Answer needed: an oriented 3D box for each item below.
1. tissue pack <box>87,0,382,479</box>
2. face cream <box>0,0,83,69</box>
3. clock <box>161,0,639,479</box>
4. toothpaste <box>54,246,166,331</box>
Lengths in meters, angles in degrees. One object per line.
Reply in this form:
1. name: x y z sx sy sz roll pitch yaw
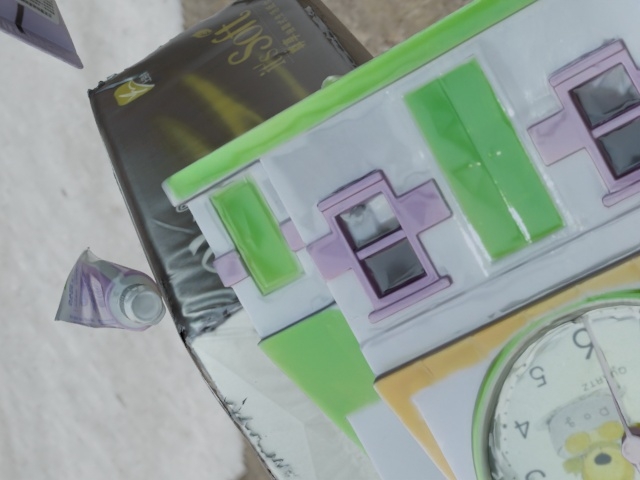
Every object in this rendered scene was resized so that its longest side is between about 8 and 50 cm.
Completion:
1. tissue pack: 0.000 0.000 0.938 0.210 0.198 0.370 62 178 -31
2. face cream: -0.342 -0.283 1.539 0.096 0.154 0.274 -46 44 16
3. clock: 0.120 0.048 0.600 0.235 0.166 0.309 -28 92 22
4. toothpaste: -0.193 0.046 1.301 0.301 0.048 0.075 -173 79 -68
